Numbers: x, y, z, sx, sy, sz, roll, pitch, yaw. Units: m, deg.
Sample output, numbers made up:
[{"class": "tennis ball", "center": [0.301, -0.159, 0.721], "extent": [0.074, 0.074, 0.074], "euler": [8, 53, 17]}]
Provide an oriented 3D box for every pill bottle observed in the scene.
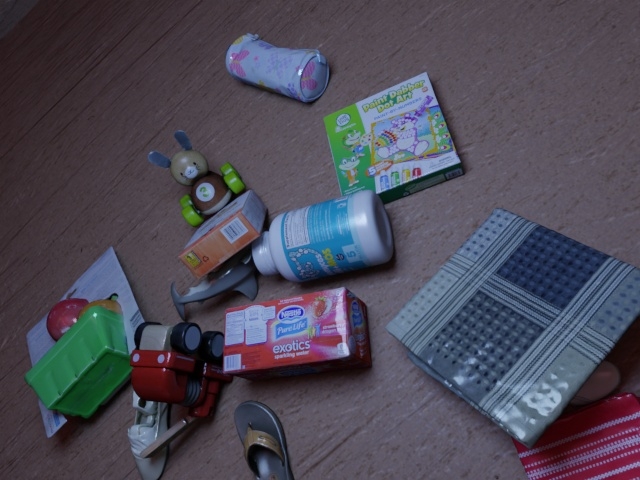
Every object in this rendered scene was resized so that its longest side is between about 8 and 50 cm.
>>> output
[{"class": "pill bottle", "center": [0.000, 0.000, 1.004], "extent": [0.264, 0.146, 0.146], "euler": [-14, 63, 21]}]

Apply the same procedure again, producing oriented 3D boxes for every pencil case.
[{"class": "pencil case", "center": [-0.109, -0.432, 1.263], "extent": [0.273, 0.114, 0.124], "euler": [28, 91, 32]}]

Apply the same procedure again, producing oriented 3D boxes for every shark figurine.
[{"class": "shark figurine", "center": [-0.201, 0.098, 1.093], "extent": [0.278, 0.116, 0.166], "euler": [-37, 23, -2]}]

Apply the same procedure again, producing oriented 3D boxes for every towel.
[{"class": "towel", "center": [0.416, 0.374, 0.708], "extent": [0.199, 0.031, 0.274], "euler": [-25, 60, 15]}, {"class": "towel", "center": [0.304, 0.117, 0.810], "extent": [0.324, 0.056, 0.312], "euler": [-44, 42, -8]}]

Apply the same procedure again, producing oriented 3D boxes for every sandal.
[{"class": "sandal", "center": [-0.109, 0.398, 0.934], "extent": [0.090, 0.060, 0.219], "euler": [-28, 59, 13]}]

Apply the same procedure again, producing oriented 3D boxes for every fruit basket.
[{"class": "fruit basket", "center": [-0.555, 0.223, 1.200], "extent": [0.327, 0.165, 0.353], "euler": [-47, 41, 1]}]

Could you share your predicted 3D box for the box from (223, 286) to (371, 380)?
[{"class": "box", "center": [-0.045, 0.184, 0.959], "extent": [0.257, 0.123, 0.128], "euler": [-13, 64, 20]}]

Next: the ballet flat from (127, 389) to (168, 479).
[{"class": "ballet flat", "center": [-0.363, 0.370, 1.059], "extent": [0.086, 0.086, 0.248], "euler": [-11, 64, 22]}]

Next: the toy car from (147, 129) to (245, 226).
[{"class": "toy car", "center": [-0.297, -0.157, 1.174], "extent": [0.155, 0.188, 0.149], "euler": [-39, 30, 1]}]

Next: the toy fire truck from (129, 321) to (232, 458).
[{"class": "toy fire truck", "center": [-0.281, 0.293, 0.971], "extent": [0.159, 0.217, 0.246], "euler": [-4, 68, 24]}]

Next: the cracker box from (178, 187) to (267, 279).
[{"class": "cracker box", "center": [-0.199, -0.022, 1.079], "extent": [0.156, 0.067, 0.232], "euler": [-36, 15, 8]}]

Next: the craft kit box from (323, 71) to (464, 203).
[{"class": "craft kit box", "center": [0.147, -0.206, 1.078], "extent": [0.250, 0.061, 0.246], "euler": [-21, 58, 17]}]

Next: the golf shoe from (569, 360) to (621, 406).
[{"class": "golf shoe", "center": [0.362, 0.217, 0.769], "extent": [0.176, 0.086, 0.069], "euler": [-17, 61, 18]}]
